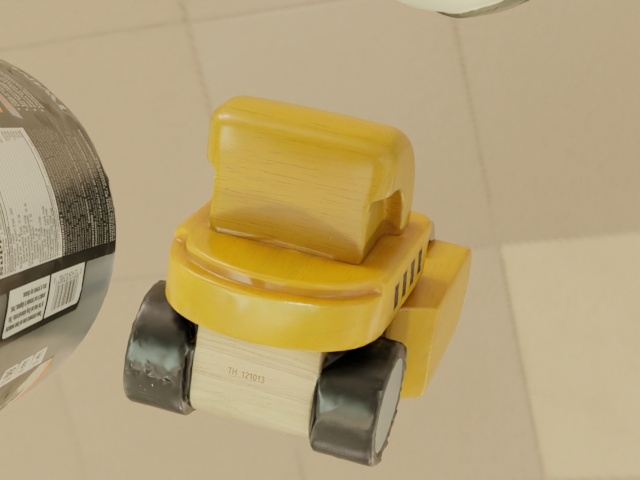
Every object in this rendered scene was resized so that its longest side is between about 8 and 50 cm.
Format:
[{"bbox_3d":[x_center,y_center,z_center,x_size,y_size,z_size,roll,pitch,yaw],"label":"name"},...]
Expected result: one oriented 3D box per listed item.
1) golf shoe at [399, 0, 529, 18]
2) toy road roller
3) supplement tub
[{"bbox_3d":[-0.013,-0.113,0.299,0.120,0.273,0.105,-24,72,3],"label":"golf shoe"},{"bbox_3d":[0.000,0.000,1.163,0.202,0.329,0.241,14,113,12],"label":"toy road roller"},{"bbox_3d":[-0.209,0.006,0.647,0.193,0.316,0.194,0,94,5],"label":"supplement tub"}]
